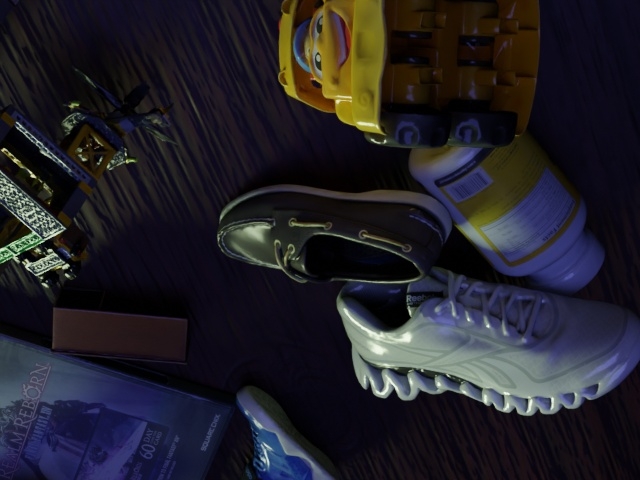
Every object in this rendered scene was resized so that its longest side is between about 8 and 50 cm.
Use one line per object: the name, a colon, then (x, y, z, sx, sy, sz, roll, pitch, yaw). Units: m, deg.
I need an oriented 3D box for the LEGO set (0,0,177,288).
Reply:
LEGO set: (-0.300, -0.131, 1.162, 0.331, 0.192, 0.255, 39, 142, -16)

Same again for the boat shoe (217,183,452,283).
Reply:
boat shoe: (0.000, 0.000, 1.221, 0.228, 0.068, 0.081, -1, 135, 28)

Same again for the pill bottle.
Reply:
pill bottle: (0.170, -0.034, 1.221, 0.103, 0.103, 0.184, -36, 114, 18)

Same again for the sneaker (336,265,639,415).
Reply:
sneaker: (0.143, 0.080, 1.224, 0.292, 0.110, 0.118, -2, 131, 31)

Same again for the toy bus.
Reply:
toy bus: (0.041, -0.155, 1.088, 0.211, 0.220, 0.149, 10, 101, 36)

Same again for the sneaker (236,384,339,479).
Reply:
sneaker: (-0.056, 0.217, 1.388, 0.084, 0.058, 0.152, -36, 120, 9)

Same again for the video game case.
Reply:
video game case: (-0.246, 0.197, 1.399, 0.274, 0.026, 0.196, 18, 118, -11)

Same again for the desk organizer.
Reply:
desk organizer: (-0.190, 0.081, 1.320, 0.130, 0.047, 0.050, 5, 117, -3)
